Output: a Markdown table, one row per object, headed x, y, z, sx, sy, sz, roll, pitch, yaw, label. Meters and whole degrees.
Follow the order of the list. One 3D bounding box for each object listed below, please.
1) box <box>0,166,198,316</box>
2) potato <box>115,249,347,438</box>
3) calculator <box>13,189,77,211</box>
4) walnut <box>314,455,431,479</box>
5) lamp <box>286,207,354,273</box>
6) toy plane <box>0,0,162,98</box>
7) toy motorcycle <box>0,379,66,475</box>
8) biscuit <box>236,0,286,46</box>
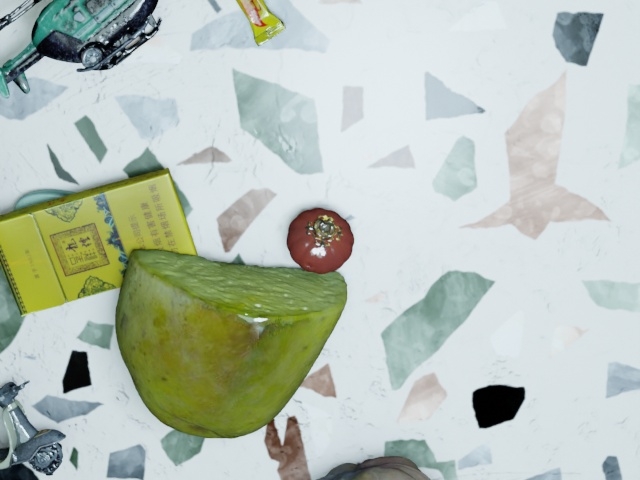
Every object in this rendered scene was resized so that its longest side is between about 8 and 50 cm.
| x | y | z | sx | sy | sz | roll | pitch | yaw | label |
| --- | --- | --- | --- | --- | --- | --- | --- | --- | --- |
| -0.333 | 0.002 | 1.596 | 0.279 | 0.041 | 0.153 | -16 | 113 | -1 | box |
| -0.140 | 0.184 | 1.563 | 0.330 | 0.213 | 0.280 | 9 | 111 | -10 | potato |
| -0.384 | -0.028 | 1.619 | 0.153 | 0.021 | 0.095 | 10 | 106 | -1 | calculator |
| 0.080 | 0.448 | 1.625 | 0.248 | 0.248 | 0.248 | 0 | 105 | 1 | walnut |
| 0.000 | 0.000 | 1.587 | 0.101 | 0.090 | 0.101 | 4 | 69 | -9 | lamp |
| -0.358 | -0.295 | 1.510 | 0.381 | 0.106 | 0.155 | -35 | 96 | 10 | toy plane |
| -0.527 | 0.310 | 1.678 | 0.263 | 0.091 | 0.157 | -14 | 100 | 7 | toy motorcycle |
| -0.143 | -0.410 | 1.510 | 0.048 | 0.026 | 0.292 | -29 | 102 | 14 | biscuit |
